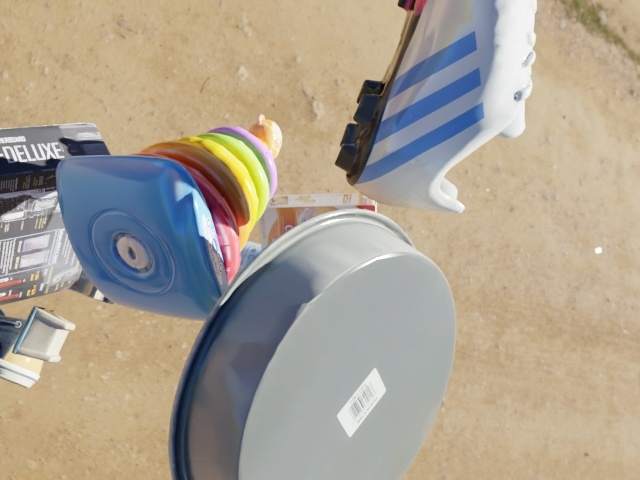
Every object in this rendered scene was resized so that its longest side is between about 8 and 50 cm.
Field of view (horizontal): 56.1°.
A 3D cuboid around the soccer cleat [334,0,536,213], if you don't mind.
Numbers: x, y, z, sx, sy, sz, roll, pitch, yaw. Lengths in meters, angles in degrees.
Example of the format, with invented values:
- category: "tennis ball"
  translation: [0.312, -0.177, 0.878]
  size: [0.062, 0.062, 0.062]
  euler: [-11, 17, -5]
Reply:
- category: "soccer cleat"
  translation: [0.127, -0.168, 0.496]
  size: [0.143, 0.331, 0.116]
  euler: [20, 33, -5]

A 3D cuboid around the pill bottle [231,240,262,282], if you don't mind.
- category: "pill bottle"
  translation: [-0.098, 0.056, 1.132]
  size: [0.087, 0.160, 0.087]
  euler: [14, 90, -72]

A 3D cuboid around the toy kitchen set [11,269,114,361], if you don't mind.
- category: "toy kitchen set"
  translation: [-0.466, 0.123, 1.066]
  size: [0.122, 0.207, 0.166]
  euler: [21, 79, 0]

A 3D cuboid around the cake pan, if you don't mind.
- category: "cake pan"
  translation: [0.017, 0.122, 0.490]
  size: [0.293, 0.054, 0.293]
  euler: [-20, 119, -40]

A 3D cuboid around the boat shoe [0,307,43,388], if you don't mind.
- category: "boat shoe"
  translation: [-0.855, 0.215, 1.458]
  size: [0.155, 0.501, 0.186]
  euler: [-69, 154, -22]

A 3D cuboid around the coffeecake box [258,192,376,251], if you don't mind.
- category: "coffeecake box"
  translation: [0.000, 0.000, 0.976]
  size: [0.068, 0.186, 0.142]
  euler: [-78, 165, -66]

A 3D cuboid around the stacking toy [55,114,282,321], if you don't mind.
- category: "stacking toy"
  translation: [-0.113, -0.062, 0.662]
  size: [0.302, 0.166, 0.175]
  euler: [-52, 140, -51]

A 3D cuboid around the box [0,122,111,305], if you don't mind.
- category: "box"
  translation: [-0.432, -0.017, 0.799]
  size: [0.243, 0.307, 0.076]
  euler: [-15, 63, -39]
